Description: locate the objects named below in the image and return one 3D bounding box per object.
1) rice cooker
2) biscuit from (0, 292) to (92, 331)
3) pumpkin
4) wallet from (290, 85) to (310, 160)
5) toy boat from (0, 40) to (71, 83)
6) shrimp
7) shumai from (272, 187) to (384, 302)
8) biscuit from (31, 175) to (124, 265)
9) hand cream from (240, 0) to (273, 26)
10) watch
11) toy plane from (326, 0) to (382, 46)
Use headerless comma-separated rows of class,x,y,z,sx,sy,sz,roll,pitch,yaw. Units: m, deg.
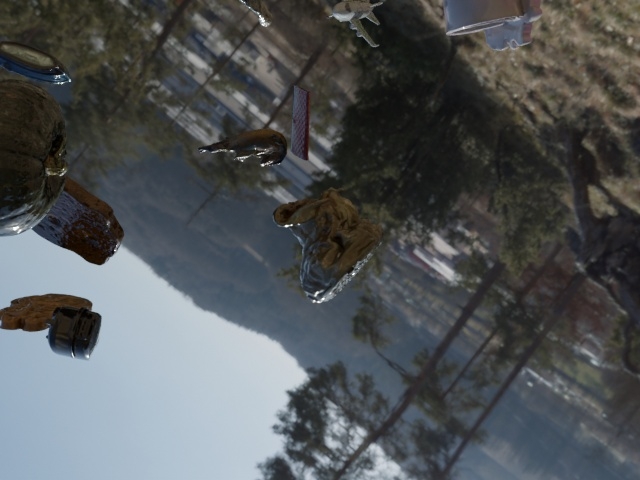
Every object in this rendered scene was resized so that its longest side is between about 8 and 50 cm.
rice cooker,-0.545,0.206,1.466,0.106,0.112,0.165,11,156,0
biscuit,-0.693,0.173,1.648,0.202,0.044,0.288,5,-174,4
pumpkin,-0.439,-0.115,0.932,0.157,0.223,0.224,10,178,-8
wallet,-0.056,-0.330,1.853,0.020,0.196,0.103,-8,-155,-26
toy boat,-0.528,-0.323,1.212,0.137,0.060,0.061,15,160,-2
shrimp,-0.222,-0.247,1.873,0.066,0.262,0.117,-68,-36,-61
shumai,0.000,0.000,1.727,0.262,0.267,0.314,43,172,9
biscuit,-0.547,-0.056,1.430,0.257,0.049,0.273,29,147,-7
hand cream,-0.218,-0.763,2.127,0.052,0.075,0.248,3,173,20
watch,0.429,-0.586,1.720,0.244,0.231,0.196,-162,58,-73
toy plane,0.102,-0.727,2.084,0.101,0.255,0.251,-10,104,39
